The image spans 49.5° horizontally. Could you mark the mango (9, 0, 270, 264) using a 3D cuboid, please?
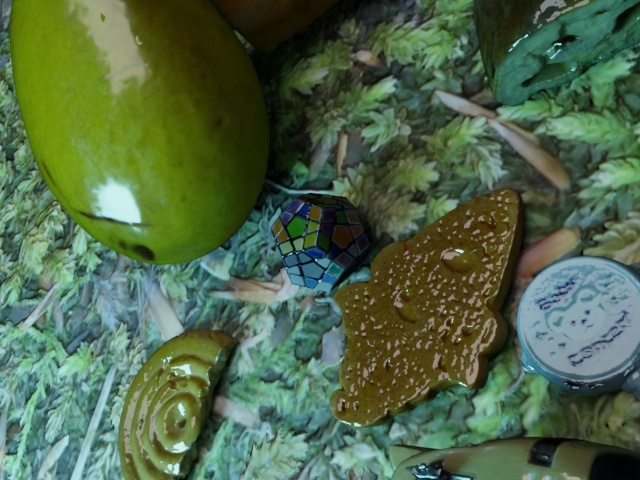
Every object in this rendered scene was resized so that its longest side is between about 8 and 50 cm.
[{"bbox_3d":[-0.218,-0.190,0.809,0.302,0.220,0.444,-7,104,28],"label":"mango"}]

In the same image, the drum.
[{"bbox_3d":[0.241,0.126,0.547,0.130,0.049,0.253,-31,56,22],"label":"drum"}]

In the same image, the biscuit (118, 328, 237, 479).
[{"bbox_3d":[-0.187,0.202,0.835,0.145,0.033,0.224,18,82,39],"label":"biscuit"}]

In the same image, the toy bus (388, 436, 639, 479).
[{"bbox_3d":[0.128,0.317,0.472,0.202,0.177,0.365,-2,71,41],"label":"toy bus"}]

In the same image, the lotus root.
[{"bbox_3d":[0.250,-0.234,0.648,0.235,0.138,0.118,-24,69,20],"label":"lotus root"}]

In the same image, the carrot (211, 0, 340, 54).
[{"bbox_3d":[-0.023,-0.375,0.862,0.254,0.196,0.195,-28,57,18],"label":"carrot"}]

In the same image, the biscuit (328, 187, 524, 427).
[{"bbox_3d":[0.104,0.065,0.677,0.183,0.043,0.280,37,90,36],"label":"biscuit"}]

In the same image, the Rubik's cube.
[{"bbox_3d":[0.000,0.000,0.743,0.111,0.111,0.093,-20,33,28],"label":"Rubik's cube"}]
